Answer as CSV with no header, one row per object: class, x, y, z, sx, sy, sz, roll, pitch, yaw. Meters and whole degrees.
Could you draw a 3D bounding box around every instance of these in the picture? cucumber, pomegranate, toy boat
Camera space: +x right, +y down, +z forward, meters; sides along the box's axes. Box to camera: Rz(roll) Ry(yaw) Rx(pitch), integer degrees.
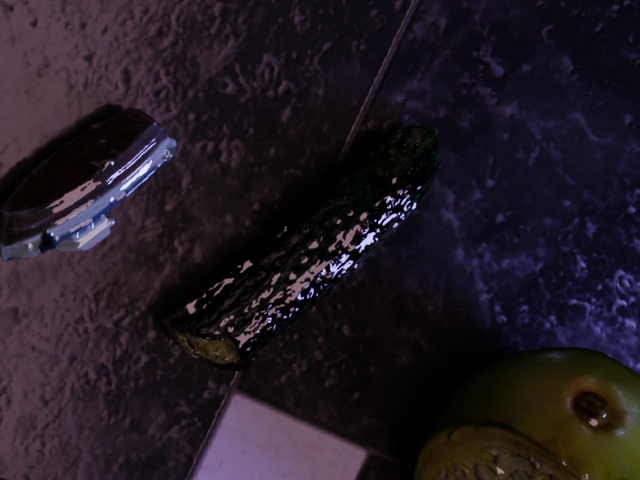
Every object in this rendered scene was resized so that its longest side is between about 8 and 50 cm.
cucumber,0.001,0.002,1.275,0.245,0.067,0.067,-41,112,-11
pomegranate,0.192,0.185,1.328,0.159,0.190,0.241,-39,112,-41
toy boat,-0.157,-0.030,1.209,0.140,0.059,0.066,-38,137,-16
